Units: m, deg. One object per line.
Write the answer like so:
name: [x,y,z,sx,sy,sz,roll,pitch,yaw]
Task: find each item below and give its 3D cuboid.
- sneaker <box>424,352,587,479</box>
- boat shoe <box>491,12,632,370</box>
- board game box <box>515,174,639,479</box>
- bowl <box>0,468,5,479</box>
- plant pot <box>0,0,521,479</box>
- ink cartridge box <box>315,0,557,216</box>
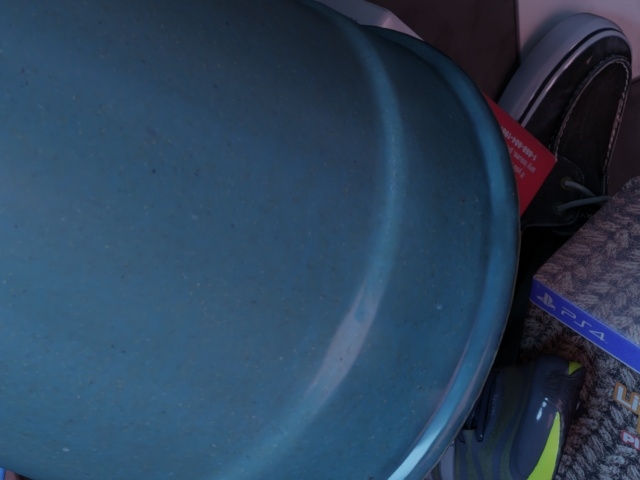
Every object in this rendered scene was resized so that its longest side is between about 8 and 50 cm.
sneaker: [0.100,0.145,0.930,0.121,0.300,0.111,27,63,-10]
boat shoe: [0.196,-0.023,1.013,0.121,0.119,0.335,14,103,-39]
board game box: [0.286,0.137,0.962,0.141,0.232,0.291,-40,149,-28]
bowl: [-0.387,0.148,0.703,0.391,0.077,0.391,-16,119,-30]
plant pot: [-0.132,-0.026,0.601,0.334,0.341,0.341,27,94,-45]
ink cartridge box: [0.000,0.000,0.877,0.226,0.131,0.306,31,90,-42]
